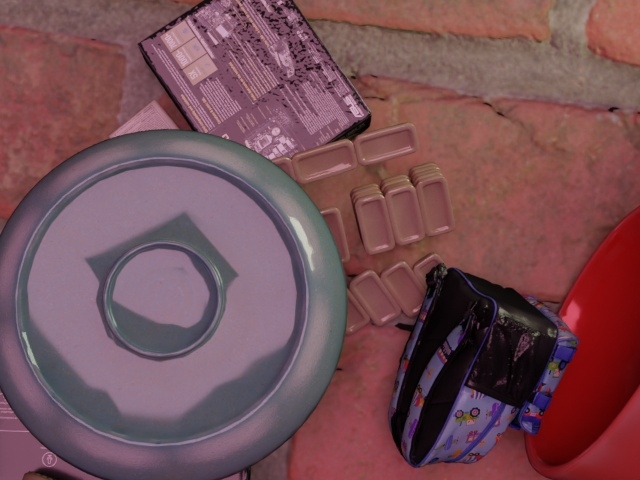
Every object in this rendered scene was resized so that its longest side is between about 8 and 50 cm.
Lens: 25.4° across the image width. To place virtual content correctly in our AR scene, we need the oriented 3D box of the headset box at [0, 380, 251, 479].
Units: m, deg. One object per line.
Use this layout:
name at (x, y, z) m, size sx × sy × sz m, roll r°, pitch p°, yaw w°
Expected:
headset box at (-0.185, 0.246, 1.277) m, size 0.246 × 0.131 × 0.283 m, roll 1°, pitch 84°, yaw -1°

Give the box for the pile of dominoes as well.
pile of dominoes at (0.000, 0.000, 1.327) m, size 0.251 × 0.040 × 0.196 m, roll -15°, pitch 116°, yaw -3°

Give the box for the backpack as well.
backpack at (0.137, 0.128, 1.286) m, size 0.117 × 0.158 × 0.173 m, roll 20°, pitch 98°, yaw -17°

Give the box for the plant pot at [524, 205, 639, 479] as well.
plant pot at (0.350, 0.130, 1.242) m, size 0.243 × 0.275 × 0.275 m, roll 26°, pitch 84°, yaw -8°

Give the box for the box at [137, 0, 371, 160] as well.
box at (-0.061, -0.145, 1.343) m, size 0.147 × 0.077 × 0.180 m, roll -35°, pitch 86°, yaw -4°

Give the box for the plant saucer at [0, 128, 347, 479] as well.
plant saucer at (-0.134, 0.053, 1.217) m, size 0.318 × 0.043 × 0.317 m, roll 0°, pitch 79°, yaw -1°

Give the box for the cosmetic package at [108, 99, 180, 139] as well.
cosmetic package at (-0.143, -0.071, 1.354) m, size 0.060 × 0.041 × 0.115 m, roll -38°, pitch 86°, yaw -4°

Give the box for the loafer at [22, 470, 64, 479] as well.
loafer at (-0.187, 0.240, 1.186) m, size 0.148 × 0.056 × 0.050 m, roll 22°, pitch 85°, yaw 10°
